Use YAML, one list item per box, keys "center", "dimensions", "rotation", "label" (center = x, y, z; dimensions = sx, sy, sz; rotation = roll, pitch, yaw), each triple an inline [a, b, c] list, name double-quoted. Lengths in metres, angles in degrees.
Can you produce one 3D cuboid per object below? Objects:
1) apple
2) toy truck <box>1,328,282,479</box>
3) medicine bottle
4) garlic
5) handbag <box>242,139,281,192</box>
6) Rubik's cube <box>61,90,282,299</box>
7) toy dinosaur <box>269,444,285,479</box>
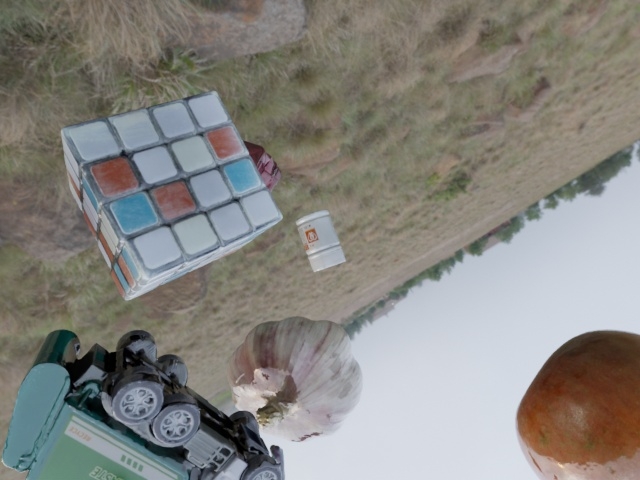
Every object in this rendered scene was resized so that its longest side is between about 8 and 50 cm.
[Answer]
- center: [0.403, 0.252, 0.568]
  dimensions: [0.254, 0.253, 0.253]
  rotation: [-31, 168, -7]
  label: "apple"
- center: [-0.153, 0.179, 0.393]
  dimensions: [0.124, 0.253, 0.114]
  rotation: [-45, -157, -10]
  label: "toy truck"
- center: [0.000, 0.000, 0.676]
  dimensions: [0.057, 0.089, 0.057]
  rotation: [-20, 177, -1]
  label: "medicine bottle"
- center: [-0.054, 0.253, 0.720]
  dimensions: [0.245, 0.245, 0.253]
  rotation: [-35, -178, 12]
  label: "garlic"
- center: [-0.224, -0.167, 1.235]
  dimensions: [0.224, 0.147, 0.135]
  rotation: [-61, 150, -15]
  label: "handbag"
- center: [-0.267, -0.070, 0.756]
  dimensions: [0.259, 0.253, 0.256]
  rotation: [-29, -178, -32]
  label: "Rubik's cube"
- center: [-0.036, 0.715, 0.977]
  dimensions: [0.130, 0.384, 0.330]
  rotation: [-6, 114, -36]
  label: "toy dinosaur"
